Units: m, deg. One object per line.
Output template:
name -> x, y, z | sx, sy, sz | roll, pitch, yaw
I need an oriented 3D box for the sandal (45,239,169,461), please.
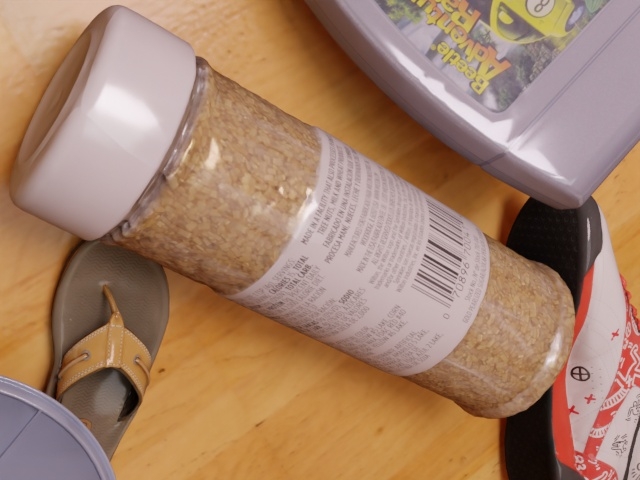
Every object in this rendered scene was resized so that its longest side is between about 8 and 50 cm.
sandal -> -0.135, 0.084, 0.513 | 0.072, 0.049, 0.180 | 17, 92, -27

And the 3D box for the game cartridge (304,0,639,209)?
game cartridge -> 0.101, -0.170, 0.528 | 0.294, 0.060, 0.196 | 44, 83, -5

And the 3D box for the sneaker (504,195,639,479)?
sneaker -> 0.223, 0.080, 0.669 | 0.145, 0.090, 0.270 | -9, 107, -25

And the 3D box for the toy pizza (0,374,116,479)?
toy pizza -> -0.217, 0.161, 0.484 | 0.201, 0.032, 0.201 | -4, 107, -14

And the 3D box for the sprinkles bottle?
sprinkles bottle -> 0.000, 0.000, 0.524 | 0.355, 0.121, 0.121 | 28, 87, -28
